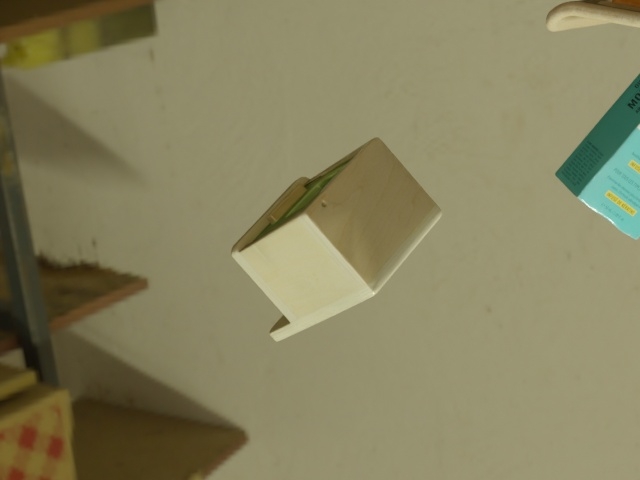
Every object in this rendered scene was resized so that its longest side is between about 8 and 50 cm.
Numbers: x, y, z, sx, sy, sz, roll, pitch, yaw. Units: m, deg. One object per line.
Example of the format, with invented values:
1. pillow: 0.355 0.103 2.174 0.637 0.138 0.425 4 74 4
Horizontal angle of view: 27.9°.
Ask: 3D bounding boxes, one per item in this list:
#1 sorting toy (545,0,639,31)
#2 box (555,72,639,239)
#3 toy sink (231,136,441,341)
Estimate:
1. sorting toy: 0.282 -0.153 0.864 0.208 0.038 0.193 12 -162 32
2. box: 0.364 -0.126 1.332 0.100 0.244 0.060 31 -165 -29
3. toy sink: 0.000 0.000 1.516 0.153 0.131 0.234 -47 -170 -34
